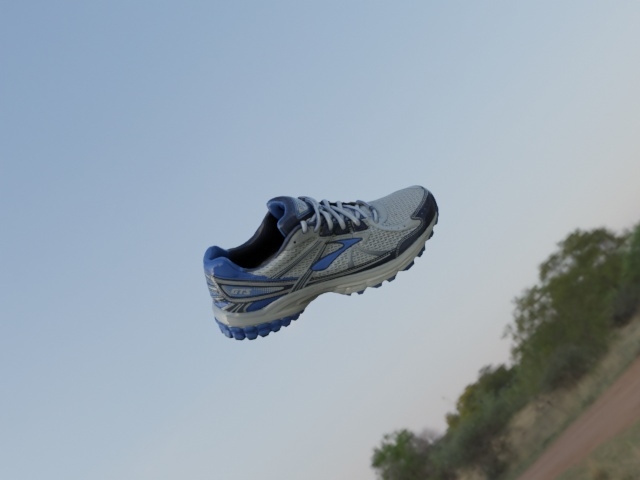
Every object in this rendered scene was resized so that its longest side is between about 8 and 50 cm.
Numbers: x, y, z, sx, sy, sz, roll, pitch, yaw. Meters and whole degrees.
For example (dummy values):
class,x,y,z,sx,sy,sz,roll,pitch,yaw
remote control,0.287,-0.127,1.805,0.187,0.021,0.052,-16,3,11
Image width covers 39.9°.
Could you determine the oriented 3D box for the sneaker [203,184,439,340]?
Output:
class,x,y,z,sx,sy,sz,roll,pitch,yaw
sneaker,0.000,0.000,0.463,0.135,0.052,0.058,-28,-61,-10
